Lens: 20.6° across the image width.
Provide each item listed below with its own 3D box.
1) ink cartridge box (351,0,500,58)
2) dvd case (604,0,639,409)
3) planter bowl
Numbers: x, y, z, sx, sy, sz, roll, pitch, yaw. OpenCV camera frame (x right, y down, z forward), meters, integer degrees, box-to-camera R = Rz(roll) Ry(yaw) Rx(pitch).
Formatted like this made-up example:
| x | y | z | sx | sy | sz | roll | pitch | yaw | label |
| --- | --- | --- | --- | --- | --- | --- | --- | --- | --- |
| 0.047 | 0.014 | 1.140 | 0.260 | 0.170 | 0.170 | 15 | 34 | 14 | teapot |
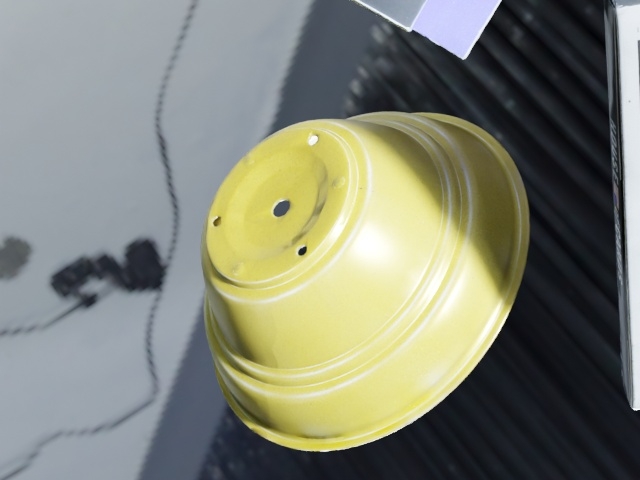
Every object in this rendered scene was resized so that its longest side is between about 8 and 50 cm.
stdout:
| x | y | z | sx | sy | sz | roll | pitch | yaw | label |
| --- | --- | --- | --- | --- | --- | --- | --- | --- | --- |
| 0.055 | -0.220 | 0.914 | 0.208 | 0.045 | 0.206 | 25 | 102 | -26 | ink cartridge box |
| 0.228 | -0.028 | 0.828 | 0.179 | 0.029 | 0.238 | -10 | 128 | 1 | dvd case |
| 0.000 | 0.000 | 0.979 | 0.217 | 0.217 | 0.090 | -43 | 133 | 7 | planter bowl |
